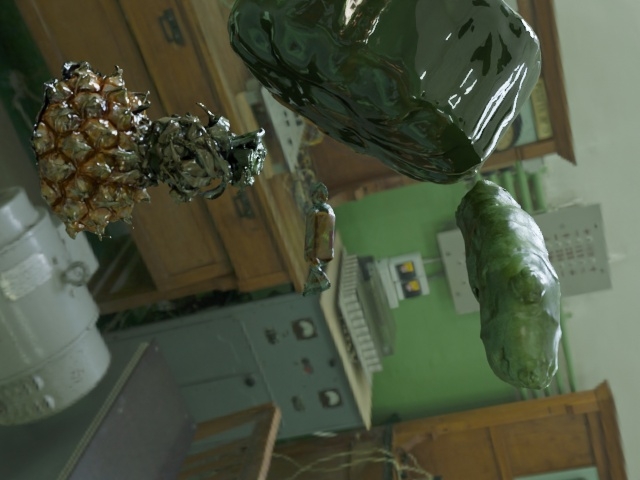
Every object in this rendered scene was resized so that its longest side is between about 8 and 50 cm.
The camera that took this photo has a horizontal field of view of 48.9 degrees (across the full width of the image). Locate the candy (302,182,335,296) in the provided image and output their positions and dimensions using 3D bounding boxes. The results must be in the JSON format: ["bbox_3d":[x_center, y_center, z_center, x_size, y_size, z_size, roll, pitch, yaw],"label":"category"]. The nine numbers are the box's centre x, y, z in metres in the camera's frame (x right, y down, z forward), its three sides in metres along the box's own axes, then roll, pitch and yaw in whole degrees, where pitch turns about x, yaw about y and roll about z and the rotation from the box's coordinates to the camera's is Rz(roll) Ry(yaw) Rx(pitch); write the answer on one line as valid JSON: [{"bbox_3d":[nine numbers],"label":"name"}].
[{"bbox_3d":[0.000,0.000,1.105,0.053,0.046,0.182,1,-95,63],"label":"candy"}]

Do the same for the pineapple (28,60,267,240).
[{"bbox_3d":[-0.215,-0.117,0.986,0.262,0.271,0.263,5,90,-81],"label":"pineapple"}]

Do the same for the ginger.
[{"bbox_3d":[0.194,0.037,0.729,0.290,0.089,0.137,-89,-169,-69],"label":"ginger"}]

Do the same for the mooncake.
[{"bbox_3d":[0.067,-0.213,0.830,0.194,0.356,0.356,-61,164,1],"label":"mooncake"}]
